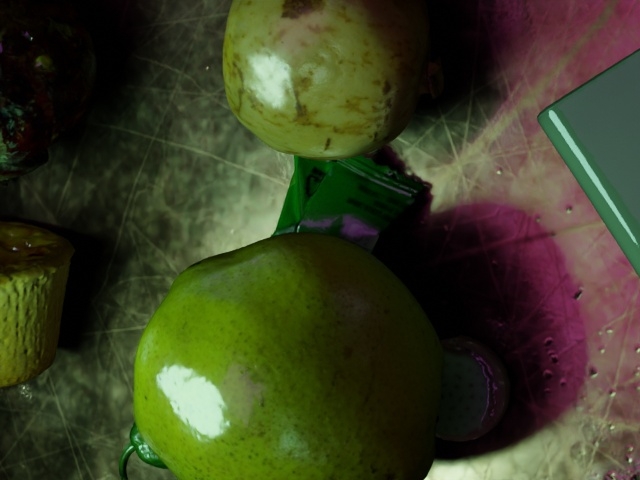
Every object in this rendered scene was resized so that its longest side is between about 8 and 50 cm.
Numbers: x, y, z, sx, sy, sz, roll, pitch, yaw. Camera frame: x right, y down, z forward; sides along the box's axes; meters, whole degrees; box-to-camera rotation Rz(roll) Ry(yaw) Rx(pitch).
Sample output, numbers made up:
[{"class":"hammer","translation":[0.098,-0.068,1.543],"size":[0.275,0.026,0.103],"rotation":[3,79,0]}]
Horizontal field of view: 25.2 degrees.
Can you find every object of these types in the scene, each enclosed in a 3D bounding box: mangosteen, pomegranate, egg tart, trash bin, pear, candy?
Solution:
[{"class":"mangosteen","translation":[-0.370,-0.171,1.575],"size":[0.231,0.231,0.289],"rotation":[51,142,16]},{"class":"pomegranate","translation":[0.016,-0.181,1.341],"size":[0.215,0.215,0.215],"rotation":[2,95,29]},{"class":"egg tart","translation":[-0.374,0.072,1.610],"size":[0.202,0.202,0.147],"rotation":[12,114,28]},{"class":"trash bin","translation":[0.374,-0.019,1.190],"size":[0.223,0.158,0.343],"rotation":[-33,83,28]},{"class":"pear","translation":[-0.022,0.135,1.323],"size":[0.294,0.294,0.294],"rotation":[2,95,29]},{"class":"candy","translation":[-0.003,0.000,1.446],"size":[0.141,0.078,0.203],"rotation":[33,114,24]},{"class":"candy","translation":[0.135,0.145,1.397],"size":[0.103,0.043,0.103],"rotation":[1,92,29]}]

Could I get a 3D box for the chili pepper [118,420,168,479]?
[{"class":"chili pepper","translation":[-0.103,0.207,1.517],"size":[0.257,0.074,0.100],"rotation":[-5,91,29]}]
